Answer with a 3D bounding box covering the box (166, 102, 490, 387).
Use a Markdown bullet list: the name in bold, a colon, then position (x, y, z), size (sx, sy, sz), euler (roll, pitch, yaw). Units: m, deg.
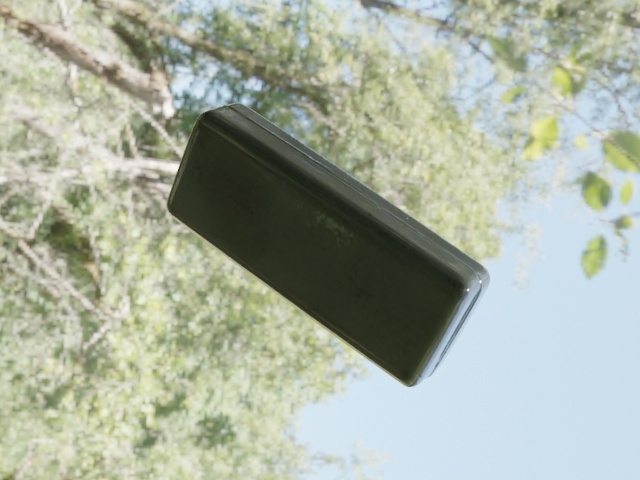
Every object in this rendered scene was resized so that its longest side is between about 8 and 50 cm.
- **box**: position (0.000, 0.000, 0.725), size (0.243, 0.055, 0.103), euler (35, -59, 17)
